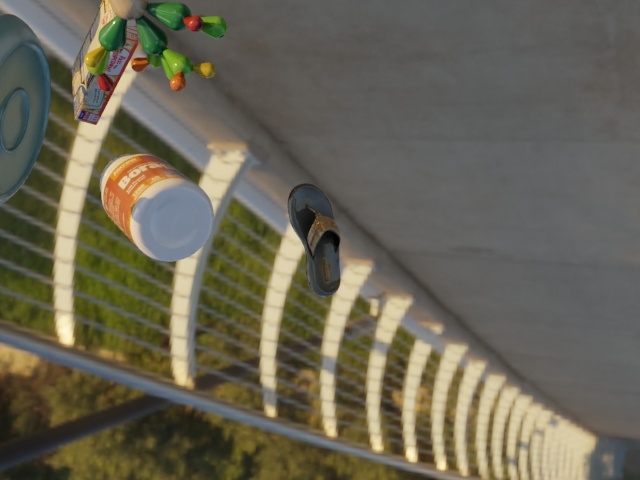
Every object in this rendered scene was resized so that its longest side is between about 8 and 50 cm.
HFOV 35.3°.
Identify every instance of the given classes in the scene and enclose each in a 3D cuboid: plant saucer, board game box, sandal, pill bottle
[{"bbox_3d":[-0.489,-0.188,1.553,0.044,0.317,0.317,14,163,4],"label":"plant saucer"},{"bbox_3d":[-0.381,-0.322,1.758,0.045,0.146,0.193,13,133,-29],"label":"board game box"},{"bbox_3d":[0.000,0.000,1.864,0.090,0.219,0.060,-13,-173,-29],"label":"sandal"},{"bbox_3d":[-0.248,-0.057,1.464,0.121,0.121,0.216,21,-173,-33],"label":"pill bottle"}]

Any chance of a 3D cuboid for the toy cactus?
[{"bbox_3d":[-0.239,-0.277,1.329,0.219,0.112,0.180,-5,131,31],"label":"toy cactus"}]
